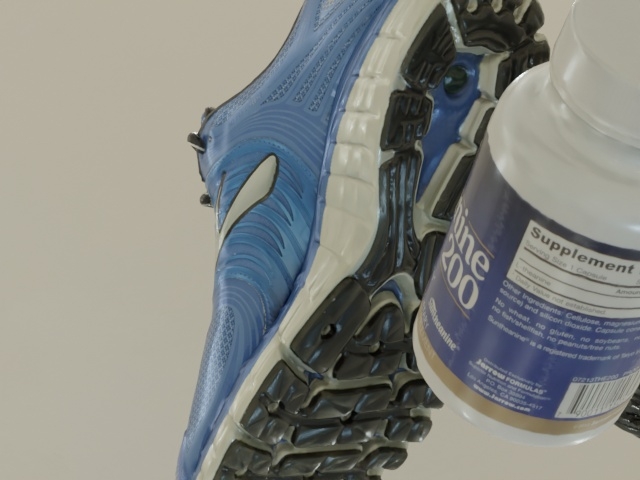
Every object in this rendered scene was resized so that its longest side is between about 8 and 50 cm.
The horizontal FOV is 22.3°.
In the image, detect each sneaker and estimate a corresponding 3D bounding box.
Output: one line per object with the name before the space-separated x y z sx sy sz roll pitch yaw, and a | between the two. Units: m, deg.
sneaker | 0.000 0.000 0.850 0.130 0.147 0.330 13 -77 -41

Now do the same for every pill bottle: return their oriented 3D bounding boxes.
pill bottle | 0.071 -0.006 0.436 0.067 0.120 0.067 10 -139 -9

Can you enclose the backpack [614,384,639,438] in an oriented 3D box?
backpack | 0.267 0.098 1.372 0.101 0.120 0.098 -29 -46 -16
